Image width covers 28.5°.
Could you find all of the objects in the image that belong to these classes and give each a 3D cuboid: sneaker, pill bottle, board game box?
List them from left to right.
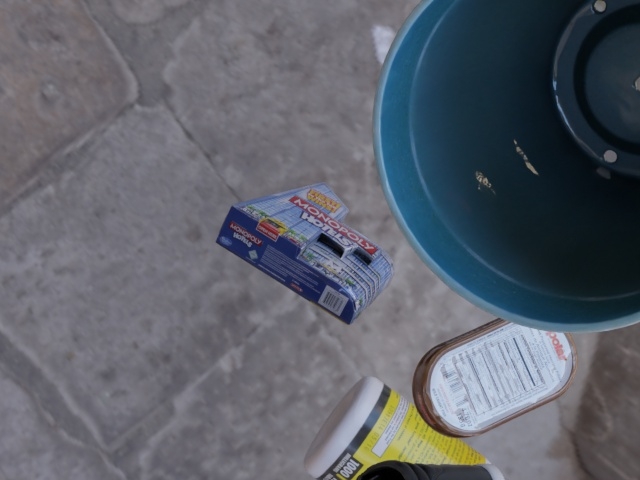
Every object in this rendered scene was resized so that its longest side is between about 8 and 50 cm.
[{"bbox_3d":[0.000,0.000,1.562,0.060,0.194,0.194,-63,169,27],"label":"board game box"},{"bbox_3d":[0.071,0.330,1.488,0.147,0.104,0.296,14,143,-31],"label":"sneaker"},{"bbox_3d":[0.155,0.382,2.005,0.334,0.188,0.188,36,93,-2],"label":"pill bottle"}]

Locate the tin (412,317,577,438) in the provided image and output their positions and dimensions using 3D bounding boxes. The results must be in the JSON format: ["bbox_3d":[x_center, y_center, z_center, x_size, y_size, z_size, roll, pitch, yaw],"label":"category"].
[{"bbox_3d":[0.190,0.144,1.356,0.189,0.040,0.106,-23,91,-17],"label":"tin"}]

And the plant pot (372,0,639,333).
[{"bbox_3d":[0.216,-0.099,0.965,0.255,0.271,0.272,-30,136,-56],"label":"plant pot"}]
